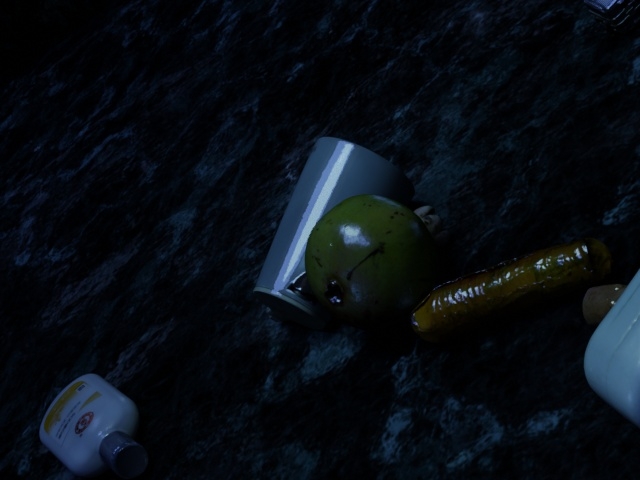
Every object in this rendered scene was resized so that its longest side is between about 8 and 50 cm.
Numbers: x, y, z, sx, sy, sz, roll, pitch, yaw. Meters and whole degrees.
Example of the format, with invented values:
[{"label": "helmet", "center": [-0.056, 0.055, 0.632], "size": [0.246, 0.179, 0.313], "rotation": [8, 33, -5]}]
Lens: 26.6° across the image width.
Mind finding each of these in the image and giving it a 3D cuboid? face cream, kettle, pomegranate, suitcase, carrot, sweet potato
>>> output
[{"label": "face cream", "center": [-0.340, 0.295, 2.062], "size": [0.144, 0.071, 0.291], "rotation": [-52, 29, -9]}, {"label": "kettle", "center": [0.000, 0.000, 1.920], "size": [0.243, 0.160, 0.210], "rotation": [-61, 12, -13]}, {"label": "pomegranate", "center": [0.072, 0.014, 1.753], "size": [0.179, 0.179, 0.210], "rotation": [-26, 26, 33]}, {"label": "suitcase", "center": [0.427, -0.346, 1.851], "size": [0.126, 0.059, 0.086], "rotation": [-45, 26, 4]}, {"label": "carrot", "center": [0.222, 0.059, 1.603], "size": [0.260, 0.070, 0.070], "rotation": [-22, 36, 34]}, {"label": "sweet potato", "center": [0.386, 0.067, 1.374], "size": [0.281, 0.059, 0.067], "rotation": [-9, 55, 51]}]

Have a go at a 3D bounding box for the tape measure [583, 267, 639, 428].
[{"label": "tape measure", "center": [0.371, 0.079, 1.182], "size": [0.243, 0.246, 0.125], "rotation": [-56, 26, 6]}]
